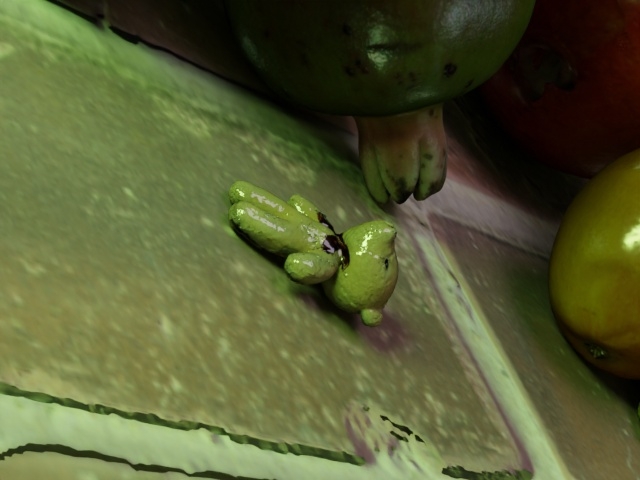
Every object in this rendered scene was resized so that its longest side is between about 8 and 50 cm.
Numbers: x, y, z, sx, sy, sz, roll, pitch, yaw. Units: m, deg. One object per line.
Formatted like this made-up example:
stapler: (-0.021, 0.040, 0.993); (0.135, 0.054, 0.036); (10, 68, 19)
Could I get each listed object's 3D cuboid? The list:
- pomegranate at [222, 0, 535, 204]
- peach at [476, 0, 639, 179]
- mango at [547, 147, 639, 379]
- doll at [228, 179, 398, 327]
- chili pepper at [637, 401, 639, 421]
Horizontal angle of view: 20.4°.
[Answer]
pomegranate: (0.035, -0.123, 0.998); (0.180, 0.180, 0.210); (-50, 138, -67)
peach: (0.213, -0.159, 1.265); (0.281, 0.238, 0.281); (18, 24, -9)
mango: (0.231, 0.007, 1.134); (0.120, 0.152, 0.221); (27, 31, 32)
doll: (-0.005, 0.007, 0.874); (0.093, 0.051, 0.061); (13, 34, -11)
chili pepper: (0.240, 0.088, 1.197); (0.208, 0.043, 0.049); (-14, 101, -61)
